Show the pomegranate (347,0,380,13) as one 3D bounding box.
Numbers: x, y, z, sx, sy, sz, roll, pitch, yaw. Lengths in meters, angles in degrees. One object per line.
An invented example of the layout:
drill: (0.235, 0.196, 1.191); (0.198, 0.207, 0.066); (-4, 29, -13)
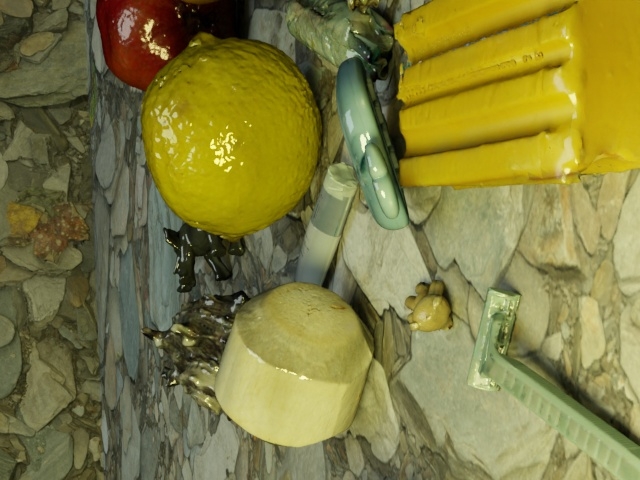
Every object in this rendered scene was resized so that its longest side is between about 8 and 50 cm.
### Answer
pomegranate: (0.043, -0.361, 1.333); (0.114, 0.114, 0.142); (156, 106, -66)

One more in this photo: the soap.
soap: (0.180, -0.149, 1.004); (0.324, 0.096, 0.204); (-178, 89, -68)

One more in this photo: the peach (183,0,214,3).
peach: (-0.196, -0.528, 1.693); (0.308, 0.289, 0.289); (-137, 51, -60)

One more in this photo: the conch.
conch: (-0.161, 0.203, 1.743); (0.313, 0.186, 0.241); (-37, 81, 41)

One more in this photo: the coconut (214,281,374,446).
coconut: (-0.036, 0.178, 1.396); (0.202, 0.202, 0.222); (-117, 38, -49)

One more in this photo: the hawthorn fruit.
hawthorn fruit: (-0.296, -0.399, 1.950); (0.307, 0.265, 0.265); (7, 96, 59)

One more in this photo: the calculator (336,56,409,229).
calculator: (0.061, -0.113, 1.212); (0.303, 0.042, 0.188); (-84, -24, -66)

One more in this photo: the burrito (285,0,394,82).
burrito: (0.021, -0.288, 1.434); (0.309, 0.066, 0.096); (-134, 39, -60)

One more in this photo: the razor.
razor: (0.213, 0.147, 0.968); (0.278, 0.056, 0.111); (-135, 51, -60)

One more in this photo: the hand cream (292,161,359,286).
hand cream: (0.000, 0.000, 1.508); (0.079, 0.048, 0.255); (-104, 24, -44)

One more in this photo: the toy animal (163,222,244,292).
toy animal: (-0.218, 0.009, 1.979); (0.245, 0.114, 0.146); (-40, 56, 34)

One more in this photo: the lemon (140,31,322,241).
lemon: (-0.130, -0.150, 1.548); (0.268, 0.268, 0.322); (-138, 30, -61)

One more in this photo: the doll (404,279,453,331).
doll: (0.120, 0.072, 1.206); (0.061, 0.051, 0.093); (-54, 34, 9)
